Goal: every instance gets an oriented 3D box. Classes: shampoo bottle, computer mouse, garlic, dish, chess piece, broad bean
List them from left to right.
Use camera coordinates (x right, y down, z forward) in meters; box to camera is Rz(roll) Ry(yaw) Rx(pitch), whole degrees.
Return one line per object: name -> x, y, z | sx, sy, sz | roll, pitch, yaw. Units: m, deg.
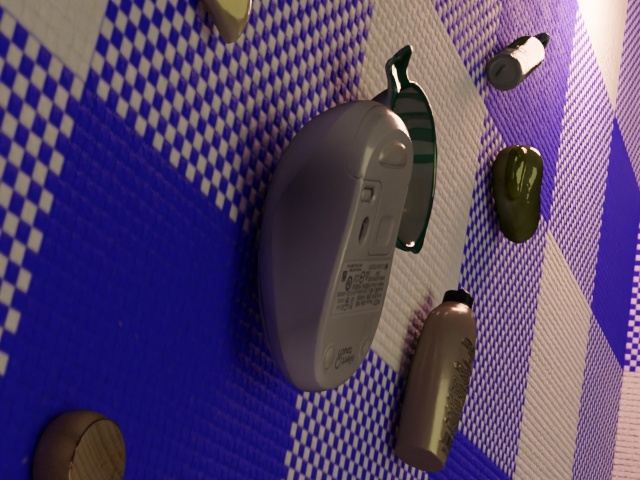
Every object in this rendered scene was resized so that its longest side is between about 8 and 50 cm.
chess piece -> -0.182, 0.170, 0.945 | 0.084, 0.038, 0.083 | 5, 90, -68
garlic -> -0.090, -0.223, 1.118 | 0.053, 0.041, 0.083 | -61, 139, -23
computer mouse -> 0.000, 0.000, 1.252 | 0.184, 0.121, 0.296 | -14, 119, -68
dish -> 0.071, -0.101, 1.450 | 0.224, 0.078, 0.246 | -48, 136, -56
shampoo bottle -> 0.163, 0.180, 1.690 | 0.127, 0.078, 0.256 | 56, 44, -46
broad bean -> 0.328, -0.077, 2.040 | 0.124, 0.082, 0.174 | -58, 142, -52
shampoo bottle -> 0.329, -0.299, 2.042 | 0.204, 0.065, 0.065 | -40, 129, -59
